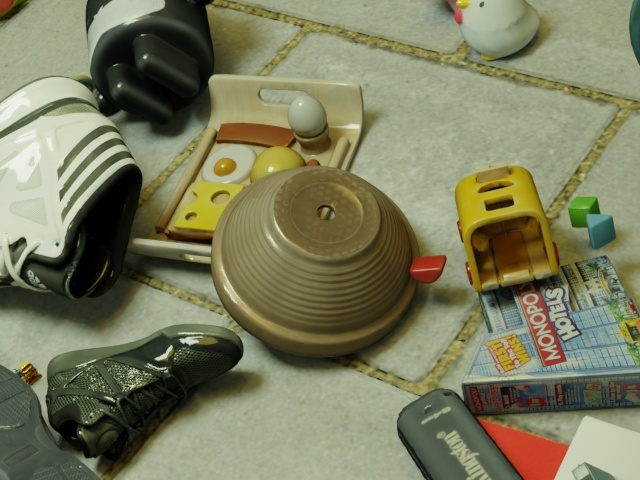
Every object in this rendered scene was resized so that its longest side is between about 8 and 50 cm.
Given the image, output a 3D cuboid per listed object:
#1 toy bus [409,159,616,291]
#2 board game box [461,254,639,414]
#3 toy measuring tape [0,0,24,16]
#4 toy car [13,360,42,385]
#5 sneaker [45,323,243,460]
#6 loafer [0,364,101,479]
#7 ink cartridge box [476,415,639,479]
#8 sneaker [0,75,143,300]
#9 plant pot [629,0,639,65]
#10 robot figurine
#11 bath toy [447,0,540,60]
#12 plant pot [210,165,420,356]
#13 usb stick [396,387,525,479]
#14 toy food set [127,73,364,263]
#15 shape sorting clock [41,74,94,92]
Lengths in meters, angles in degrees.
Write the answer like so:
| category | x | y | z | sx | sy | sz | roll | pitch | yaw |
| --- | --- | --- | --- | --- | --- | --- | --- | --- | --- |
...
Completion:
| category | x | y | z | sx | sy | sz | roll | pitch | yaw |
| --- | --- | --- | --- | --- | --- | --- | --- | --- | --- |
| toy bus | 0.194 | -0.032 | 1.365 | 0.202 | 0.104 | 0.191 | 13 | 39 | 45 |
| board game box | 0.230 | 0.103 | 1.306 | 0.194 | 0.060 | 0.194 | -14 | 44 | 1 |
| toy measuring tape | -0.584 | -0.377 | 1.979 | 0.330 | 0.121 | 0.121 | -34 | 47 | -17 |
| toy car | -0.388 | 0.158 | 1.445 | 0.122 | 0.040 | 0.060 | -29 | 46 | -12 |
| sneaker | -0.189 | 0.166 | 1.350 | 0.227 | 0.087 | 0.130 | -13 | 46 | 8 |
| loafer | -0.315 | 0.236 | 1.307 | 0.109 | 0.095 | 0.302 | -23 | 41 | -30 |
| ink cartridge box | 0.191 | 0.288 | 1.131 | 0.261 | 0.066 | 0.296 | 15 | 52 | 27 |
| sneaker | -0.404 | 0.011 | 1.476 | 0.447 | 0.169 | 0.257 | -39 | 50 | -5 |
| plant pot | 0.491 | -0.112 | 1.273 | 0.341 | 0.341 | 0.334 | -2 | 54 | 14 |
| robot figurine | -0.235 | -0.283 | 1.746 | 0.209 | 0.173 | 0.278 | -13 | 44 | -1 |
| bath toy | 0.184 | -0.385 | 1.753 | 0.151 | 0.129 | 0.348 | -21 | 45 | -5 |
| plant pot | 0.000 | 0.000 | 1.384 | 0.237 | 0.110 | 0.237 | 4 | 57 | -7 |
| usb stick | 0.143 | 0.223 | 1.167 | 0.077 | 0.045 | 0.278 | -37 | 28 | 0 |
| toy food set | -0.092 | -0.091 | 1.566 | 0.220 | 0.092 | 0.306 | 6 | 49 | 21 |
| shape sorting clock | -0.381 | -0.148 | 1.659 | 0.206 | 0.206 | 0.040 | -40 | 86 | -23 |
